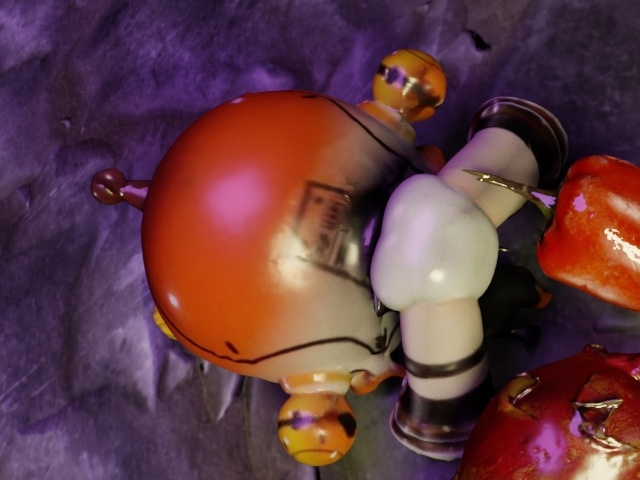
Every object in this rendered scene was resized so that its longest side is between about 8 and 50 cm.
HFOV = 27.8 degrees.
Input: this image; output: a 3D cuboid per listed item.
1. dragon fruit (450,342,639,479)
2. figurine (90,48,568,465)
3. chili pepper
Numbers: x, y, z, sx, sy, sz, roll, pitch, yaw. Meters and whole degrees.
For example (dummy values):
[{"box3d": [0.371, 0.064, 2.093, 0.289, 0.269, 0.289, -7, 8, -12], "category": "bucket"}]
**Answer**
[{"box3d": [0.131, 0.151, 0.802, 0.246, 0.125, 0.125, -36, 70, 45], "category": "dragon fruit"}, {"box3d": [-0.001, -0.001, 0.947, 0.323, 0.196, 0.320, 8, 78, 36], "category": "figurine"}, {"box3d": [0.177, -0.010, 0.810, 0.086, 0.192, 0.084, -63, -5, -75], "category": "chili pepper"}]
